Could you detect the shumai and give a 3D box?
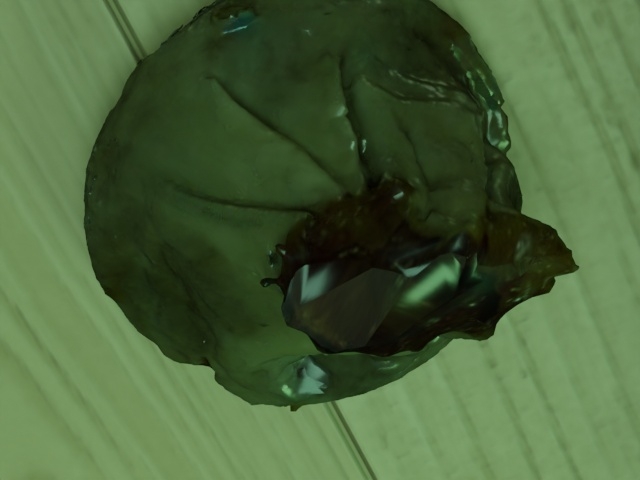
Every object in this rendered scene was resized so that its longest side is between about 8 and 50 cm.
[{"bbox_3d":[0.000,0.000,0.607,0.201,0.120,0.201,-1,114,-3],"label":"shumai"}]
